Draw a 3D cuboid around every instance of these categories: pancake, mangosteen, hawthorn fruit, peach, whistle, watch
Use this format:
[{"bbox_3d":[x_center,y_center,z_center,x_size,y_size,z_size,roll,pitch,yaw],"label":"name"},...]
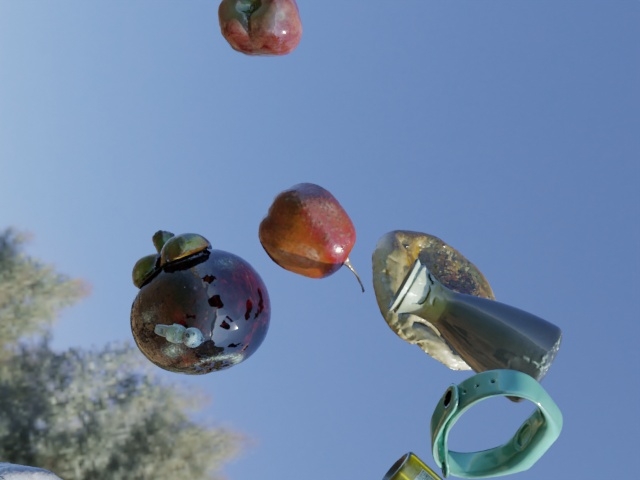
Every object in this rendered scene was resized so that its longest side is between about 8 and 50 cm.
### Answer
[{"bbox_3d":[0.266,0.123,2.237,0.082,0.387,0.387,-50,-128,35],"label":"pancake"},{"bbox_3d":[-0.247,0.130,2.054,0.300,0.300,0.300,18,-69,58],"label":"mangosteen"},{"bbox_3d":[0.000,0.000,1.671,0.203,0.162,0.163,31,-49,11],"label":"hawthorn fruit"},{"bbox_3d":[-0.099,-0.387,1.794,0.152,0.152,0.152,18,-69,58],"label":"peach"},{"bbox_3d":[-0.240,0.160,1.705,0.100,0.035,0.035,10,-73,26],"label":"whistle"},{"bbox_3d":[0.271,0.303,1.598,0.068,0.195,0.237,-91,-158,-46],"label":"watch"}]

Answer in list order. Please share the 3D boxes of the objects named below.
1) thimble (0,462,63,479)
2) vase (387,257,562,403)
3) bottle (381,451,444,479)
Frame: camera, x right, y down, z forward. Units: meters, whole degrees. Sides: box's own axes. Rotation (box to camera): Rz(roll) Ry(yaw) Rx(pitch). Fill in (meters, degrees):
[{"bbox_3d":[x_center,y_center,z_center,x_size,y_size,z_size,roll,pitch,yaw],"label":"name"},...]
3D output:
[{"bbox_3d":[-0.454,0.419,1.352,0.157,0.245,0.217,-11,-60,50],"label":"thimble"},{"bbox_3d":[0.298,0.165,1.967,0.321,0.173,0.173,32,-45,4],"label":"vase"},{"bbox_3d":[0.224,0.462,1.599,0.286,0.082,0.082,42,-39,3],"label":"bottle"}]
